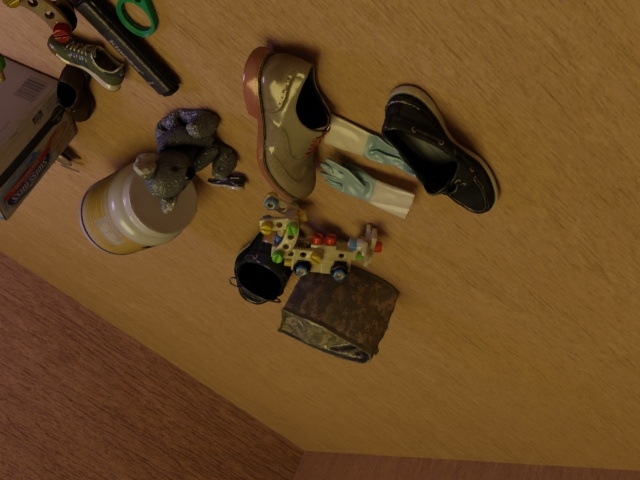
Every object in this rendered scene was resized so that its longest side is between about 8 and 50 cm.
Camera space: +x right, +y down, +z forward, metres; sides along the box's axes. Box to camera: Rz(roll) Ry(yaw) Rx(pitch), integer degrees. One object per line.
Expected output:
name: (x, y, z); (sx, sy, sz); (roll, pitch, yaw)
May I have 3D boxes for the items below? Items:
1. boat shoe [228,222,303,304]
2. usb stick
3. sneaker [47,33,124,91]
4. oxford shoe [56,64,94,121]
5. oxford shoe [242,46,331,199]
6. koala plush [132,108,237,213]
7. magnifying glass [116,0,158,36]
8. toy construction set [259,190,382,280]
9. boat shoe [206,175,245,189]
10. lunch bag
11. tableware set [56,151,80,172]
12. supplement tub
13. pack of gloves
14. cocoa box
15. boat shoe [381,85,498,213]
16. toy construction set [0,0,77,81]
boat shoe: (-0.183, 0.106, 2.035); (0.186, 0.156, 0.500); (28, 152, -5)
usb stick: (-0.429, -0.432, 1.487); (0.077, 0.045, 0.278); (-1, 141, 48)
sneaker: (-0.542, -0.437, 1.566); (0.192, 0.064, 0.086); (35, 143, -13)
oxford shoe: (-0.643, -0.368, 1.721); (0.082, 0.096, 0.227); (25, 153, 0)
oxford shoe: (-0.050, -0.219, 1.414); (0.146, 0.140, 0.397); (15, 149, 22)
koala plush: (-0.354, -0.188, 1.635); (0.203, 0.221, 0.196); (12, 148, 27)
magnifying glass: (-0.370, -0.503, 1.354); (0.092, 0.026, 0.231); (29, 153, -2)
toy construction set: (0.000, 0.000, 1.740); (0.327, 0.151, 0.215); (14, 124, 9)
boat shoe: (-0.252, -0.160, 1.784); (0.125, 0.038, 0.046); (12, -171, 36)
lunch bag: (0.060, 0.199, 1.894); (0.287, 0.235, 0.169); (24, 145, 8)
tableware set: (-0.846, -0.285, 2.083); (0.194, 0.039, 0.128); (21, 163, 24)
supplement tub: (-0.522, -0.093, 1.908); (0.241, 0.241, 0.331); (43, 148, -26)
pack of gloves: (0.115, -0.170, 1.477); (0.232, 0.046, 0.195); (24, 136, 7)
cocoa box: (-0.863, -0.277, 1.789); (0.231, 0.347, 0.228); (23, 151, 6)
boat shoe: (0.234, -0.147, 1.322); (0.127, 0.113, 0.340); (-5, 138, 43)
toy construction set: (-0.655, -0.498, 1.339); (0.257, 0.309, 0.237); (17, 145, 2)
